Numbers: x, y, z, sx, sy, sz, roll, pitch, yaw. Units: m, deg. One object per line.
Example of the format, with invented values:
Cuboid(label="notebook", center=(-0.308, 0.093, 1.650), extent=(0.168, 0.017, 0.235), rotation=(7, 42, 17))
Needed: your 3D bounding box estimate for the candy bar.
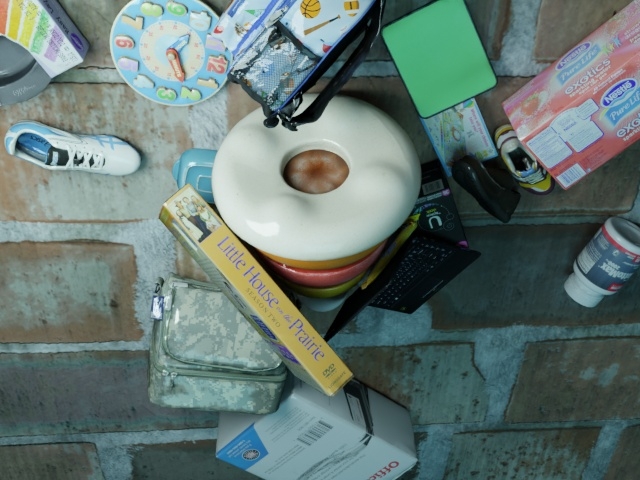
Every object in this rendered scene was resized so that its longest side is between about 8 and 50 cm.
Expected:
Cuboid(label="candy bar", center=(0.126, 0.025, 1.456), extent=(0.018, 0.040, 0.161), rotation=(37, 90, -5))

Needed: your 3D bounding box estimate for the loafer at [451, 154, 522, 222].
Cuboid(label="loafer", center=(0.320, -0.112, 1.501), extent=(0.078, 0.080, 0.220), rotation=(-52, 142, 2))

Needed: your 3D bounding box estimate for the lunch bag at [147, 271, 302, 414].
Cuboid(label="lunch bag", center=(-0.210, 0.204, 1.652), extent=(0.305, 0.212, 0.256), rotation=(9, 110, -13))

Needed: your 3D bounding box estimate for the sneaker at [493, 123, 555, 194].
Cuboid(label="sneaker", center=(0.390, -0.134, 1.492), extent=(0.069, 0.084, 0.185), rotation=(-36, 123, 22))

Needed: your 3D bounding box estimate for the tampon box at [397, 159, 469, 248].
Cuboid(label="tampon box", center=(0.204, -0.052, 1.532), extent=(0.120, 0.101, 0.161), rotation=(-18, 128, 10))

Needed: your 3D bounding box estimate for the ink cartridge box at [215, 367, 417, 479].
Cuboid(label="ink cartridge box", center=(-0.007, 0.462, 1.889), extent=(0.395, 0.166, 0.285), rotation=(34, 120, -26))

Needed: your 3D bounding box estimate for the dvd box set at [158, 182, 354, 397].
Cuboid(label="dvd box set", center=(-0.129, 0.089, 1.416), extent=(0.062, 0.307, 0.420), rotation=(-42, 96, -12))

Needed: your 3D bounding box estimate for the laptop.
Cuboid(label="laptop", center=(0.154, 0.112, 1.508), extent=(0.264, 0.137, 0.234), rotation=(14, 138, -31))

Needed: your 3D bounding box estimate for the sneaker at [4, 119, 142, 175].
Cuboid(label="sneaker", center=(-0.443, -0.153, 1.414), extent=(0.237, 0.086, 0.085), rotation=(11, 126, -14))

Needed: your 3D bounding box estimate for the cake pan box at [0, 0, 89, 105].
Cuboid(label="cake pan box", center=(-0.545, -0.345, 1.264), extent=(0.245, 0.070, 0.267), rotation=(-21, 128, 15))

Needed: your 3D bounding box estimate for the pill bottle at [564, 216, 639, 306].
Cuboid(label="pill bottle", center=(0.593, 0.050, 1.641), extent=(0.108, 0.108, 0.180), rotation=(16, 126, -16))

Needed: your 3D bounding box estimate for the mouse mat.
Cuboid(label="mouse mat", center=(0.206, -0.317, 1.364), extent=(0.152, 0.007, 0.190), rotation=(-23, 117, 14))

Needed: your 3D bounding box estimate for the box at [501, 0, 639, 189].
Cuboid(label="box", center=(0.488, -0.254, 1.365), extent=(0.300, 0.142, 0.154), rotation=(-39, 122, 24))

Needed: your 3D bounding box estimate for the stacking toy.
Cuboid(label="stacking toy", center=(0.000, 0.000, 1.471), extent=(0.350, 0.351, 0.480), rotation=(-5, 144, -1))

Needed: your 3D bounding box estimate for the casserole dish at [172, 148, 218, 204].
Cuboid(label="casserole dish", center=(-0.187, -0.112, 1.497), extent=(0.188, 0.037, 0.114), rotation=(7, 128, -11))

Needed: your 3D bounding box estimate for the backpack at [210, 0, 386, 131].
Cuboid(label="backpack", center=(-0.022, -0.339, 1.204), extent=(0.263, 0.276, 0.213), rotation=(-38, 109, 20))

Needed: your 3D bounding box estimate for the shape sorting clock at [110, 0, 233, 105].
Cuboid(label="shape sorting clock", center=(-0.250, -0.317, 1.324), extent=(0.206, 0.040, 0.206), rotation=(-2, 129, -3))

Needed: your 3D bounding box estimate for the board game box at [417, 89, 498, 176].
Cuboid(label="board game box", center=(0.256, -0.201, 1.465), extent=(0.103, 0.026, 0.154), rotation=(-22, 127, 14))
